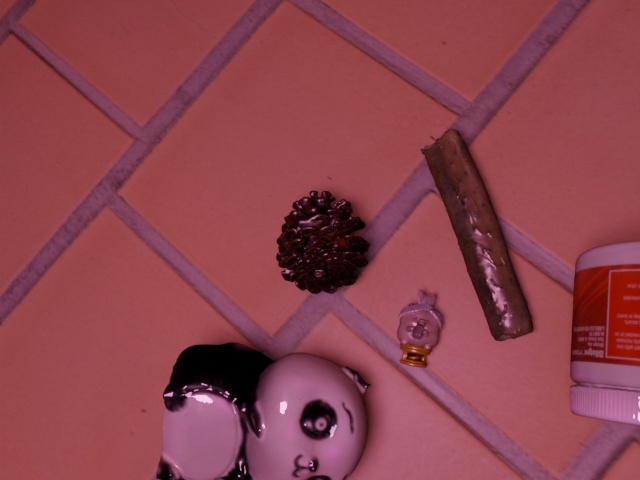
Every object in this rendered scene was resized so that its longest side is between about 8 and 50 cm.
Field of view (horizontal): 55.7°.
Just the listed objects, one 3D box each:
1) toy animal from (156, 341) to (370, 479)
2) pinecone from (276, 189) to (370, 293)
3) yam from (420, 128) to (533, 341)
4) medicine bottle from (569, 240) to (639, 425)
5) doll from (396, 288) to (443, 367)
[{"bbox_3d":[-0.080,0.280,0.958,0.310,0.251,0.250,9,79,2],"label":"toy animal"},{"bbox_3d":[0.003,-0.007,1.045,0.163,0.163,0.165,-11,54,10],"label":"pinecone"},{"bbox_3d":[0.265,-0.015,1.024,0.083,0.083,0.371,-20,74,8],"label":"yam"},{"bbox_3d":[0.485,0.138,0.843,0.253,0.252,0.240,5,78,14],"label":"medicine bottle"},{"bbox_3d":[0.163,0.144,1.003,0.073,0.084,0.127,9,87,14],"label":"doll"}]
